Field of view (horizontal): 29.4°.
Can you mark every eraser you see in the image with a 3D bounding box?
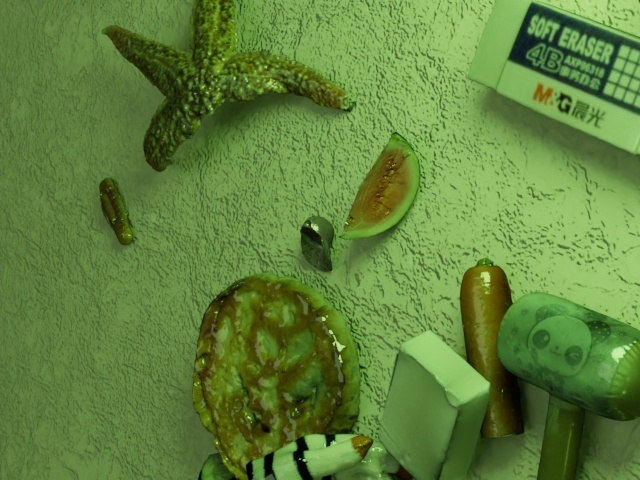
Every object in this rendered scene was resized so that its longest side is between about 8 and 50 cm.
[{"bbox_3d":[0.315,-0.200,1.455,0.279,0.081,0.124,33,109,41],"label":"eraser"}]

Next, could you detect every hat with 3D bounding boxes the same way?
[{"bbox_3d":[0.002,0.002,1.775,0.058,0.042,0.087,6,124,52],"label":"hat"}]

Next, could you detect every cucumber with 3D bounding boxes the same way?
[{"bbox_3d":[-0.167,0.450,1.870,0.074,0.074,0.241,20,102,43],"label":"cucumber"}]

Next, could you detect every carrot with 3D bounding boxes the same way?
[{"bbox_3d":[0.214,0.134,1.533,0.067,0.067,0.225,-14,79,42],"label":"carrot"}]

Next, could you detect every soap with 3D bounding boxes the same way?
[{"bbox_3d":[0.140,0.219,1.531,0.121,0.063,0.183,43,140,34],"label":"soap"}]

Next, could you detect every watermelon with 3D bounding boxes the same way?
[{"bbox_3d":[0.096,-0.069,1.668,0.069,0.087,0.163,30,111,9],"label":"watermelon"}]

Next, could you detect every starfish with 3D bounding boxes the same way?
[{"bbox_3d":[-0.170,-0.261,1.911,0.398,0.132,0.384,-38,57,31],"label":"starfish"}]

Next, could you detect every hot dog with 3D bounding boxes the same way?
[{"bbox_3d":[-0.361,-0.049,2.132,0.044,0.028,0.137,-46,58,39],"label":"hot dog"}]

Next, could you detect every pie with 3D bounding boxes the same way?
[{"bbox_3d":[-0.062,0.202,1.784,0.315,0.092,0.315,-2,87,39],"label":"pie"}]

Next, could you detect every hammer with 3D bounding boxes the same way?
[{"bbox_3d":[0.286,0.227,1.445,0.202,0.113,0.306,25,112,46],"label":"hammer"}]

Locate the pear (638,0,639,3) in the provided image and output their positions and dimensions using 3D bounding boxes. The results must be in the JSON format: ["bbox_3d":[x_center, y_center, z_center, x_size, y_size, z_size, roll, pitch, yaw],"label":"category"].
[{"bbox_3d":[0.414,-0.312,1.298,0.187,0.187,0.220,-17,81,42],"label":"pear"}]

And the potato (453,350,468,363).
[{"bbox_3d":[0.166,0.174,1.586,0.068,0.062,0.083,-46,26,-1],"label":"potato"}]

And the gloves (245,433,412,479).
[{"bbox_3d":[0.015,0.323,1.654,0.131,0.218,0.140,-132,30,-75],"label":"gloves"}]
